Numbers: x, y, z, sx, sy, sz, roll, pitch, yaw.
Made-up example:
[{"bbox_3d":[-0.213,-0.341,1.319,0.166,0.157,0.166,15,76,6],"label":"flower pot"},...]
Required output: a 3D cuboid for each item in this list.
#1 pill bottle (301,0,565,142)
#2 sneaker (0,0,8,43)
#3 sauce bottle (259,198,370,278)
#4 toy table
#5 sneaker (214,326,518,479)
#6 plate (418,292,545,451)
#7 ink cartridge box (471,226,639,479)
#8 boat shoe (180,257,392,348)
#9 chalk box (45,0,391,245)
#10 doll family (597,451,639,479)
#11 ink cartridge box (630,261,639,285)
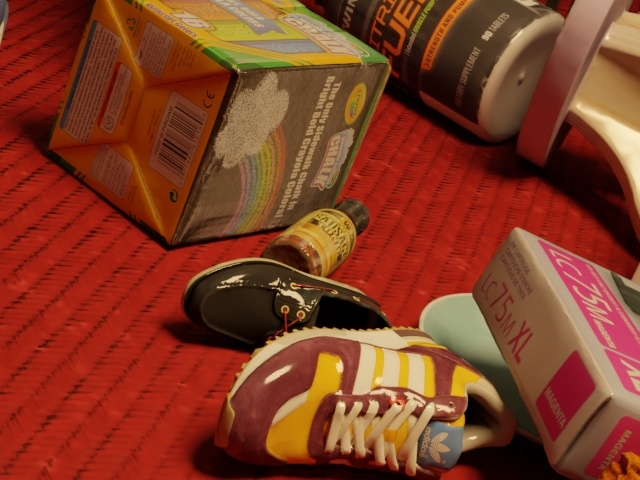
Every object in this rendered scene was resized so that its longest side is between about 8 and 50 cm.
[{"bbox_3d":[0.093,-0.200,1.421,0.246,0.130,0.130,35,26,28],"label":"pill bottle"},{"bbox_3d":[-0.299,-0.178,1.036,0.112,0.131,0.296,28,22,18],"label":"sneaker"},{"bbox_3d":[0.000,0.000,1.017,0.042,0.042,0.128,26,25,10],"label":"sauce bottle"},{"bbox_3d":[0.273,-0.123,1.293,0.161,0.252,0.274,28,-9,9],"label":"toy table"},{"bbox_3d":[0.029,0.089,0.814,0.084,0.069,0.185,32,26,35],"label":"sneaker"},{"bbox_3d":[0.144,0.092,0.967,0.188,0.024,0.188,19,23,-8],"label":"plate"},{"bbox_3d":[0.246,0.111,0.905,0.311,0.065,0.185,26,21,-21],"label":"ink cartridge box"},{"bbox_3d":[-0.017,0.042,0.901,0.133,0.049,0.042,12,17,-33],"label":"boat shoe"},{"bbox_3d":[-0.053,-0.093,1.061,0.132,0.132,0.213,35,25,28],"label":"chalk box"},{"bbox_3d":[0.207,0.170,0.730,0.263,0.118,0.163,16,24,-13],"label":"doll family"},{"bbox_3d":[0.373,-0.027,1.201,0.115,0.198,0.273,35,27,27],"label":"ink cartridge box"}]
